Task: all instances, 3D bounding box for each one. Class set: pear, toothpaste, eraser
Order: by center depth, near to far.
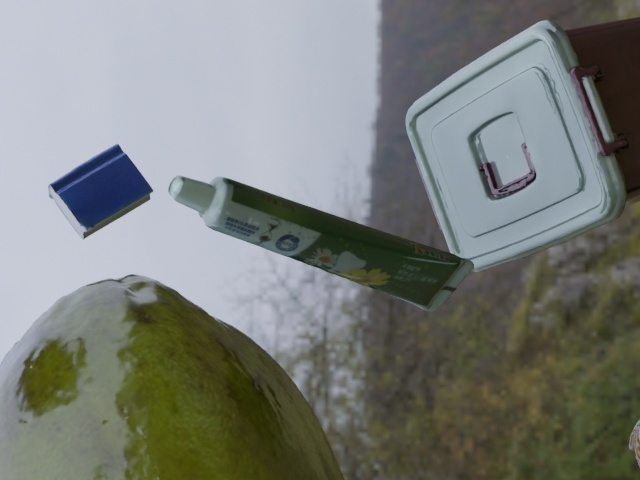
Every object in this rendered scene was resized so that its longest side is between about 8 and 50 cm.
[{"bbox_3d":[0.000,0.000,0.874,0.049,0.204,0.031,-54,28,33],"label":"toothpaste"},{"bbox_3d":[-0.136,0.243,1.193,0.352,0.352,0.413,53,-163,-74],"label":"pear"},{"bbox_3d":[-0.217,-0.049,1.400,0.063,0.084,0.027,52,154,9],"label":"eraser"}]

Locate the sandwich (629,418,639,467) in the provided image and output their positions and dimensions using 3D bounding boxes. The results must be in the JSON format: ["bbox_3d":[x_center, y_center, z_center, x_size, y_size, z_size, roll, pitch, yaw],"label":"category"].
[{"bbox_3d":[0.328,0.139,0.902,0.227,0.155,0.198,52,158,25],"label":"sandwich"}]

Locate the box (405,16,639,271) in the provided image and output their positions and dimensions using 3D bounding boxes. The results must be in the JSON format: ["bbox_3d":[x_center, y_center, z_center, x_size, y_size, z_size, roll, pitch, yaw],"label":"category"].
[{"bbox_3d":[0.235,-0.096,1.377,0.294,0.167,0.193,-28,79,62],"label":"box"}]
